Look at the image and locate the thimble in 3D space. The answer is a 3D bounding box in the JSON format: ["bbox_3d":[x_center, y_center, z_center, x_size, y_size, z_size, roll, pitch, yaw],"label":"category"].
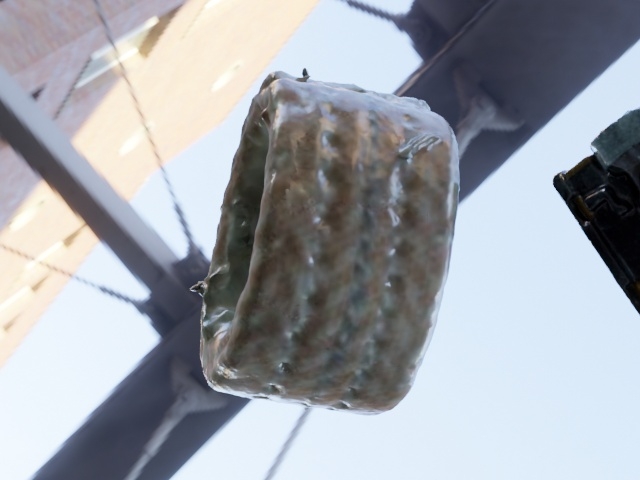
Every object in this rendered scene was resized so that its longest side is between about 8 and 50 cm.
[{"bbox_3d":[0.000,0.006,0.846,0.148,0.196,0.229,10,-70,-15],"label":"thimble"}]

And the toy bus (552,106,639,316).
[{"bbox_3d":[0.357,-0.083,0.865,0.323,0.194,0.161,-42,-108,36],"label":"toy bus"}]
